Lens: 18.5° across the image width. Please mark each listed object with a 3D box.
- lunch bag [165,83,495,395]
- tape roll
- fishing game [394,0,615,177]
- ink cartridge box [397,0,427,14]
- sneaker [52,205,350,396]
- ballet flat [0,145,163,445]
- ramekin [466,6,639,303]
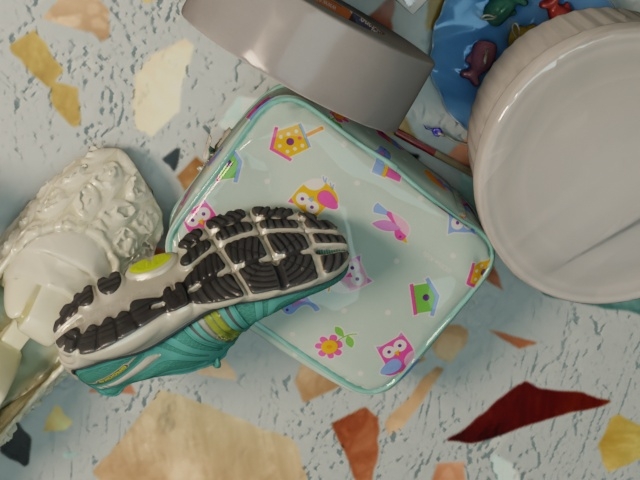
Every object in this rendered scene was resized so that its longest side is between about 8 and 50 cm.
[{"bbox_3d":[0.000,0.000,1.822,0.279,0.108,0.224,35,104,-11],"label":"lunch bag"},{"bbox_3d":[-0.011,-0.179,1.718,0.219,0.219,0.072,28,101,-12],"label":"tape roll"},{"bbox_3d":[0.195,-0.171,1.833,0.189,0.041,0.264,29,102,-13],"label":"fishing game"},{"bbox_3d":[0.018,-0.293,1.755,0.207,0.097,0.046,43,97,-15],"label":"ink cartridge box"},{"bbox_3d":[-0.101,0.056,1.747,0.275,0.107,0.110,-22,138,4],"label":"sneaker"},{"bbox_3d":[-0.280,0.103,1.810,0.147,0.147,0.409,35,98,-13],"label":"ballet flat"},{"bbox_3d":[0.257,-0.087,1.792,0.272,0.127,0.273,-5,118,-10],"label":"ramekin"}]
